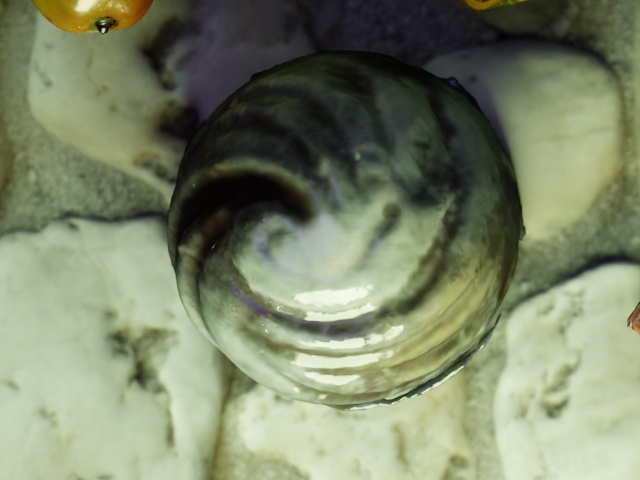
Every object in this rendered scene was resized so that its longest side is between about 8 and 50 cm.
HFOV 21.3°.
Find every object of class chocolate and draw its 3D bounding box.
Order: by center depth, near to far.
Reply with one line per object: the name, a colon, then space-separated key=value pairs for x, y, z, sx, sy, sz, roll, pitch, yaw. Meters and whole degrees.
chocolate: x=0.000 y=0.000 z=1.317 sx=0.303 sy=0.213 sz=0.303 roll=1 pitch=95 yaw=13

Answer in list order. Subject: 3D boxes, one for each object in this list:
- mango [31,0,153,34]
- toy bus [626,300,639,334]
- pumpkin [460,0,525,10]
mango: x=-0.181 y=-0.310 z=1.374 sx=0.146 sy=0.129 sz=0.289 roll=9 pitch=92 yaw=-7
toy bus: x=0.333 y=-0.007 z=1.304 sx=0.096 sy=0.073 sz=0.235 roll=34 pitch=103 yaw=16
pumpkin: x=0.148 y=-0.211 z=1.353 sx=0.083 sy=0.028 sz=0.050 roll=-10 pitch=91 yaw=24
